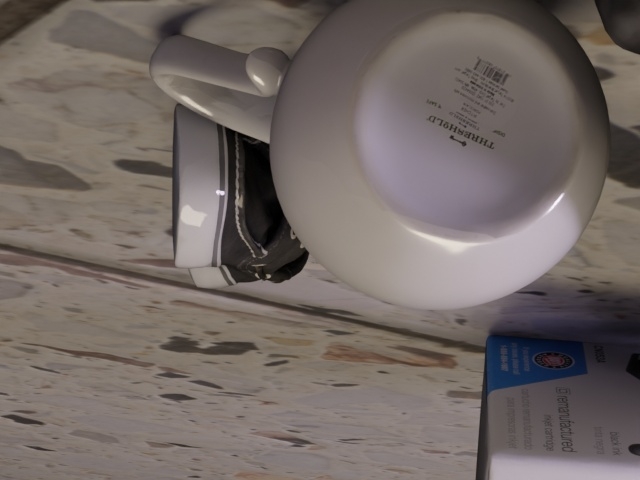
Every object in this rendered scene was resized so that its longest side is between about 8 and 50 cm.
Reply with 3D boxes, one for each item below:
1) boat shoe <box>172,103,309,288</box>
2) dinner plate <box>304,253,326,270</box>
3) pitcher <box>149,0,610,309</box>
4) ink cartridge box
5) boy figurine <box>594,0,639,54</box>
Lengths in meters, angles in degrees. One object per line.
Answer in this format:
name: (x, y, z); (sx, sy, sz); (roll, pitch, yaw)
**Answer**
boat shoe: (-0.032, -0.015, 0.954); (0.076, 0.080, 0.228); (-1, 167, 0)
dinner plate: (0.000, 0.000, 1.126); (0.141, 0.017, 0.141); (5, 167, 1)
pitcher: (0.016, -0.045, 0.760); (0.177, 0.125, 0.207); (22, 176, -5)
ink cartridge box: (0.260, 0.167, 1.291); (0.307, 0.129, 0.223); (4, -163, 3)
boy figurine: (-0.031, -0.115, 0.524); (0.285, 0.092, 0.177); (4, 169, -9)
